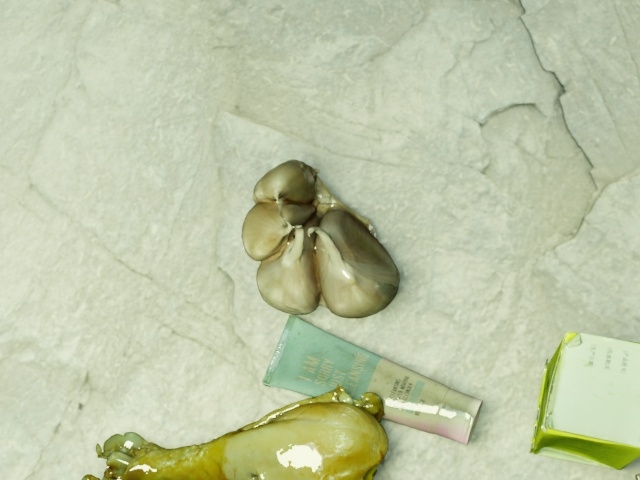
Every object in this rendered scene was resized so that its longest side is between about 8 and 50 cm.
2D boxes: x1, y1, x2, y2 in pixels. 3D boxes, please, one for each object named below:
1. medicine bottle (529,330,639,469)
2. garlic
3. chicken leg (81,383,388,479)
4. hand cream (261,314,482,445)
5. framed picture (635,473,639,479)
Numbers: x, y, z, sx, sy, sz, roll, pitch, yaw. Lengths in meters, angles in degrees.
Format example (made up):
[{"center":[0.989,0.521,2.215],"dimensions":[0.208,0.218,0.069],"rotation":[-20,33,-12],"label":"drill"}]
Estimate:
[{"center":[0.364,0.216,1.548],"dimensions":[0.141,0.250,0.137],"rotation":[8,74,9],"label":"medicine bottle"},{"center":[0.000,0.000,1.654],"dimensions":[0.210,0.292,0.238],"rotation":[-6,111,8],"label":"garlic"},{"center":[-0.118,0.309,1.604],"dimensions":[0.429,0.152,0.201],"rotation":[-4,87,11],"label":"chicken leg"},{"center":[0.075,0.203,1.666],"dimensions":[0.312,0.070,0.111],"rotation":[18,77,13],"label":"hand cream"},{"center":[0.600,0.397,1.592],"dimensions":[0.289,0.020,0.211],"rotation":[-11,72,-1],"label":"framed picture"}]
